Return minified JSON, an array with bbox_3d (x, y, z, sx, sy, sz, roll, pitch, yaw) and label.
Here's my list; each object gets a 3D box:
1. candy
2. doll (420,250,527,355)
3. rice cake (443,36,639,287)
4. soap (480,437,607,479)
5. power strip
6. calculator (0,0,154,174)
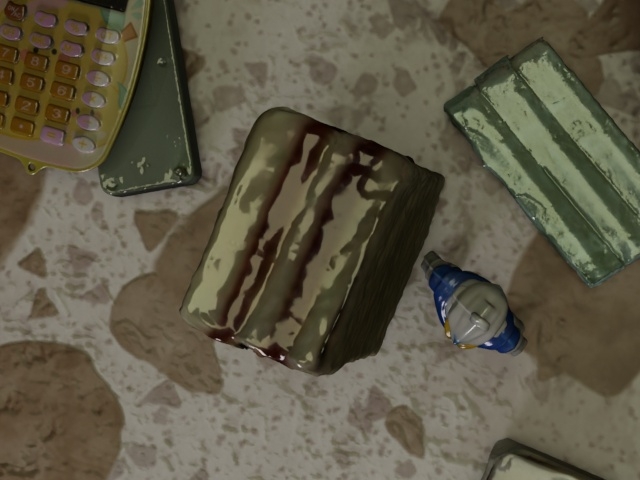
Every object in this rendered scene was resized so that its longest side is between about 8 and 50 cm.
[{"bbox_3d":[0.000,0.000,1.399,0.135,0.321,0.179,21,94,9],"label":"candy"},{"bbox_3d":[0.122,0.055,1.428,0.057,0.227,0.114,-45,86,2],"label":"doll"},{"bbox_3d":[0.213,-0.069,1.519,0.124,0.038,0.211,-34,84,2],"label":"rice cake"},{"bbox_3d":[0.172,0.274,1.496,0.121,0.064,0.183,23,90,5],"label":"soap"},{"bbox_3d":[-0.193,-0.144,1.549,0.145,0.061,0.215,-11,86,9],"label":"power strip"},{"bbox_3d":[-0.222,-0.171,1.519,0.157,0.033,0.236,17,96,15],"label":"calculator"}]
